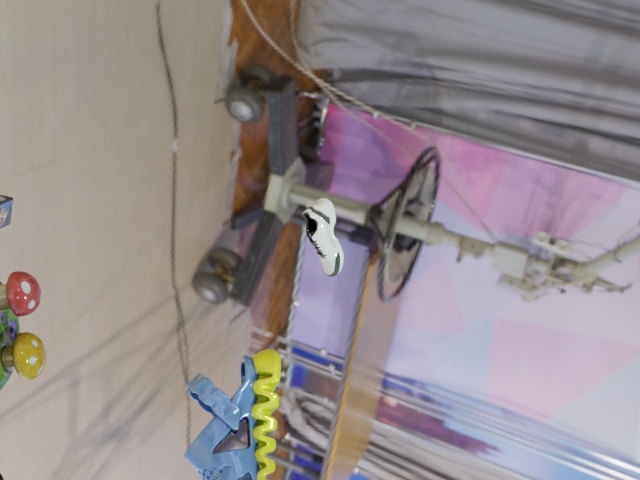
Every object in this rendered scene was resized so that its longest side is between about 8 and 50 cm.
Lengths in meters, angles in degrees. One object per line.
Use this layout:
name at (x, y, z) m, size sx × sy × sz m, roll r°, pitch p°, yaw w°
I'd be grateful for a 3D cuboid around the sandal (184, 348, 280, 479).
sandal at (-0.132, 0.313, 1.157) m, size 0.126 × 0.138 × 0.317 m, roll 114°, pitch -22°, yaw -64°

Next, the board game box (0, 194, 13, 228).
board game box at (-0.556, -0.051, 1.048) m, size 0.165 × 0.243 × 0.042 m, roll -72°, pitch 176°, yaw -75°

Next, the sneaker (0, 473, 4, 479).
sneaker at (-0.625, 0.483, 1.453) m, size 0.112 × 0.299 × 0.121 m, roll -16°, pitch 156°, yaw -15°

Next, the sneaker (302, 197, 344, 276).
sneaker at (0.000, 0.000, 1.064) m, size 0.044 × 0.040 × 0.109 m, roll -28°, pitch 114°, yaw -39°

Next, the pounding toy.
pounding toy at (-0.360, 0.120, 0.880) m, size 0.183 × 0.110 × 0.237 m, roll 79°, pitch 4°, yaw -47°
